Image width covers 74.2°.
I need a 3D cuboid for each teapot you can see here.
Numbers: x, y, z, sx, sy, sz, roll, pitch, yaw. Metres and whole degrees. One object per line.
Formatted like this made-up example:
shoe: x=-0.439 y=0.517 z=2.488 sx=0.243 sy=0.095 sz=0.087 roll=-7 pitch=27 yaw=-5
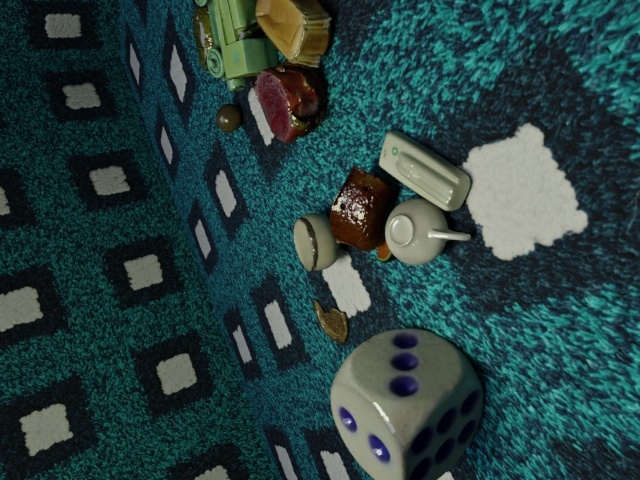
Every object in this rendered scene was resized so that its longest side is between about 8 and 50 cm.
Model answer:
teapot: x=0.207 y=-0.017 z=0.901 sx=0.226 sy=0.092 sz=0.144 roll=13 pitch=101 yaw=49

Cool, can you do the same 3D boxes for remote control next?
remote control: x=0.205 y=-0.146 z=0.881 sx=0.230 sy=0.049 sz=0.090 roll=46 pitch=139 yaw=40

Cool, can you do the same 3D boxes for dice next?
dice: x=0.194 y=0.373 z=0.970 sx=0.251 sy=0.259 sz=0.242 roll=24 pitch=127 yaw=52

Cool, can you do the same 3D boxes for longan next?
longan: x=-0.342 y=-0.467 z=1.596 sx=0.106 sy=0.106 sz=0.119 roll=129 pitch=160 yaw=-56

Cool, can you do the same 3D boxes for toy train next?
toy train: x=-0.258 y=-0.668 z=1.290 sx=0.253 sy=0.160 sz=0.396 roll=14 pitch=117 yaw=49

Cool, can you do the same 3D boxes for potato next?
potato: x=-0.423 y=-0.747 z=1.580 sx=0.117 sy=0.090 sz=0.225 roll=31 pitch=129 yaw=50

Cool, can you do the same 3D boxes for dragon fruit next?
dragon fruit: x=-0.076 y=-0.392 z=1.154 sx=0.282 sy=0.147 sz=0.210 roll=50 pitch=153 yaw=39

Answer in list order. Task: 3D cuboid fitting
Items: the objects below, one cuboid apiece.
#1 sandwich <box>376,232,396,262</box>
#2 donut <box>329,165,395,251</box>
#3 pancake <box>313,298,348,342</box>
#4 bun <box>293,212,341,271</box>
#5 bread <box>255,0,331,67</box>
sandwich: x=0.169 y=0.013 z=1.053 sx=0.069 sy=0.026 sz=0.101 roll=35 pitch=131 yaw=53
donut: x=0.096 y=-0.064 z=1.020 sx=0.126 sy=0.144 sz=0.186 roll=29 pitch=95 yaw=30
pancake: x=0.035 y=0.258 z=1.414 sx=0.184 sy=0.020 sz=0.190 roll=62 pitch=149 yaw=19
bun: x=0.000 y=0.000 z=1.235 sx=0.173 sy=0.120 sz=0.172 roll=44 pitch=141 yaw=52
bread: x=-0.067 y=-0.555 z=1.066 sx=0.241 sy=0.107 sz=0.136 roll=55 pitch=144 yaw=27
